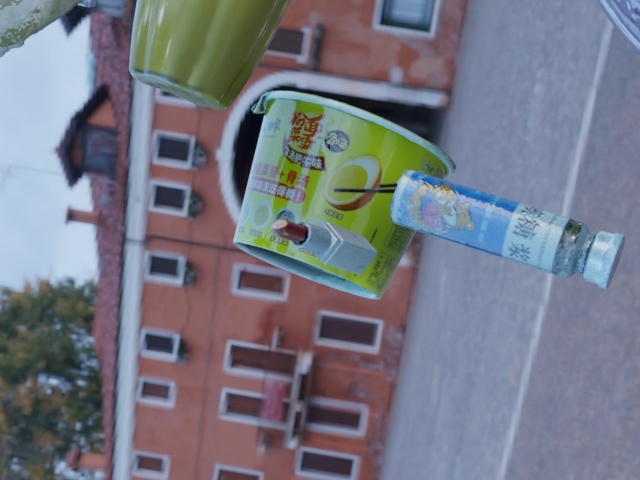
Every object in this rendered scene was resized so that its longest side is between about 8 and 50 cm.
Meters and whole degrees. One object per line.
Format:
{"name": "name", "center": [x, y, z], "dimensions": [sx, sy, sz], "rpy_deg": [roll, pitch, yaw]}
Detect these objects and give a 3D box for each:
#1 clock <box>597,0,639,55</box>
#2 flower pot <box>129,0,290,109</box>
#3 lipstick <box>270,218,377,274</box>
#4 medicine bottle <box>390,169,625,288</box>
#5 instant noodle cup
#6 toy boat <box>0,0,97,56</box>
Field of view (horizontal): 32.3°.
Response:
{"name": "clock", "center": [0.269, -0.232, 0.882], "dimensions": [0.196, 0.068, 0.197], "rpy_deg": [60, -179, -2]}
{"name": "flower pot", "center": [-0.157, -0.275, 1.435], "dimensions": [0.195, 0.195, 0.179], "rpy_deg": [70, -140, -85]}
{"name": "lipstick", "center": [-0.001, 0.001, 1.000], "dimensions": [0.129, 0.030, 0.030], "rpy_deg": [18, -64, -50]}
{"name": "medicine bottle", "center": [0.153, -0.010, 0.921], "dimensions": [0.051, 0.191, 0.051], "rpy_deg": [18, -90, -72]}
{"name": "instant noodle cup", "center": [0.015, -0.058, 1.610], "dimensions": [0.311, 0.311, 0.221], "rpy_deg": [83, -152, -81]}
{"name": "toy boat", "center": [-0.434, -0.264, 1.330], "dimensions": [0.111, 0.276, 0.293], "rpy_deg": [56, 172, -33]}
